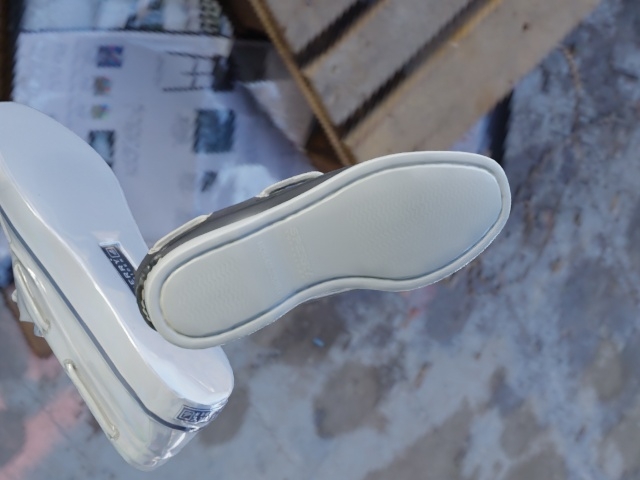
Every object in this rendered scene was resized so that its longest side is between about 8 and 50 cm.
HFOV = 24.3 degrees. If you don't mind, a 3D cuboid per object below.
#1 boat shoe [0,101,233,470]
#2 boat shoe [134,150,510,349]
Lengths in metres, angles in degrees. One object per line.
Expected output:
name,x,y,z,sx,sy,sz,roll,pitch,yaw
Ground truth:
boat shoe,-0.153,0.026,0.914,0.095,0.258,0.084,3,135,-49
boat shoe,0.000,0.000,0.480,0.125,0.038,0.046,-23,109,-13
